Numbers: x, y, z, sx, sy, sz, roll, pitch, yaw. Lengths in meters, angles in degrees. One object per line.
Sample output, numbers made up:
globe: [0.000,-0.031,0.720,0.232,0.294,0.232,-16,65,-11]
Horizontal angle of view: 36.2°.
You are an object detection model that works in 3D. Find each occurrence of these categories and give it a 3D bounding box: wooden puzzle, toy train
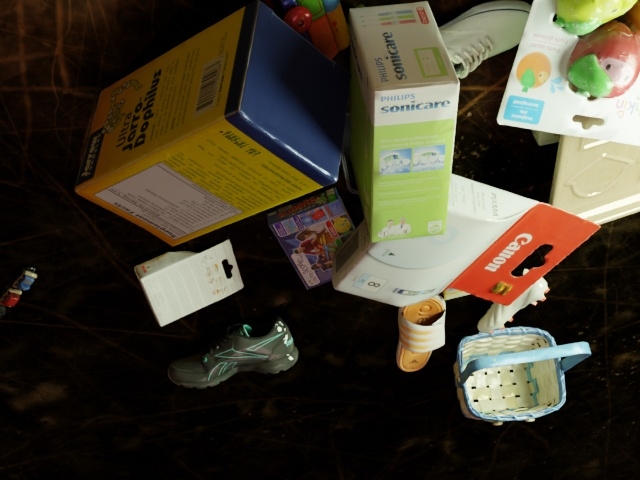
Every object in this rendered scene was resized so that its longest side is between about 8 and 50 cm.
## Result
wooden puzzle: [0.542,-0.197,1.702,0.322,0.080,0.347,-18,133,-13]
toy train: [-0.564,0.102,1.782,0.027,0.036,0.158,26,124,-35]
toy train: [0.021,-0.302,1.476,0.143,0.105,0.248,-28,137,-4]

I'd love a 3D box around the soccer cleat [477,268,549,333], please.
soccer cleat: [0.390,0.125,2.044,0.076,0.068,0.196,42,129,-6]

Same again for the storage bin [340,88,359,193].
storage bin: [0.086,-0.177,1.625,0.122,0.084,0.180,-14,138,0]

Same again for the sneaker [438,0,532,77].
sneaker: [0.219,-0.293,1.531,0.258,0.091,0.094,-20,137,6]

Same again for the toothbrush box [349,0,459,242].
toothbrush box: [0.114,-0.170,1.427,0.122,0.206,0.283,-7,134,-3]

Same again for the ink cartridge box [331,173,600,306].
ink cartridge box: [0.257,0.030,1.752,0.385,0.091,0.308,17,141,-18]

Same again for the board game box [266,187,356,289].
board game box: [0.000,0.000,1.823,0.136,0.035,0.201,-20,137,7]

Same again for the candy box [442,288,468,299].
candy box: [0.289,0.037,1.943,0.105,0.027,0.205,-15,138,-3]

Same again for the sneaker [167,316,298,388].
sneaker: [-0.183,0.222,1.986,0.268,0.101,0.106,-13,115,0]

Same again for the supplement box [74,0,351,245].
supplement box: [-0.158,-0.156,1.419,0.357,0.195,0.194,-19,142,38]

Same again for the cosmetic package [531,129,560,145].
cosmetic package: [0.401,-0.223,1.688,0.060,0.041,0.115,-13,137,-2]

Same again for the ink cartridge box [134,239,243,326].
ink cartridge box: [-0.246,0.070,1.844,0.179,0.045,0.145,-26,138,-13]

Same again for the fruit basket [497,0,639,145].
fruit basket: [0.457,-0.316,1.459,0.327,0.165,0.352,7,106,-20]

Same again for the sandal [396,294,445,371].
sandal: [0.217,0.214,2.073,0.102,0.076,0.265,-7,137,-7]

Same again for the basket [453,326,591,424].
basket: [0.414,0.281,2.084,0.255,0.201,0.289,-6,155,-7]
